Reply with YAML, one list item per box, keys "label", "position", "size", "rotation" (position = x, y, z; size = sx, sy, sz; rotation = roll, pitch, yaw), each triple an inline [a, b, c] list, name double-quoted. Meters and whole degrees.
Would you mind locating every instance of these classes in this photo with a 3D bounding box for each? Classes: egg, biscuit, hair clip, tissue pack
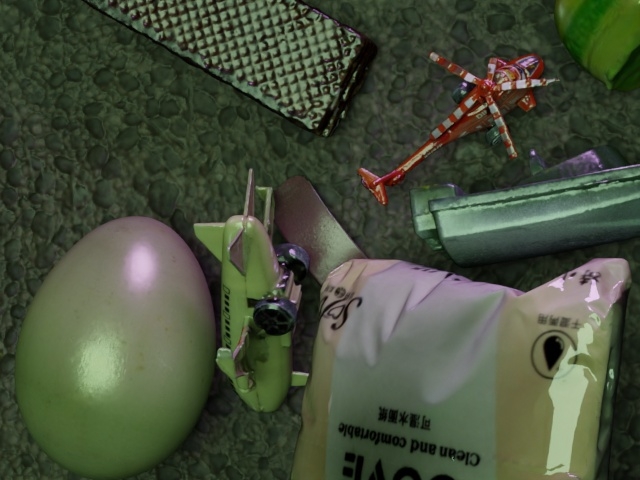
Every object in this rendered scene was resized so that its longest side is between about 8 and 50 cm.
- label: "egg"
  position: [-0.191, 0.102, 1.785]
  size: [0.188, 0.188, 0.254]
  rotation: [13, 84, 14]
- label: "biscuit"
  position: [-0.131, -0.236, 1.832]
  size: [0.388, 0.073, 0.107]
  rotation: [30, 95, 12]
- label: "hair clip"
  position: [0.000, 0.000, 1.821]
  size: [0.054, 0.022, 0.137]
  rotation: [-39, 81, 12]
- label: "tissue pack"
  position: [0.124, 0.200, 1.640]
  size: [0.375, 0.195, 0.390]
  rotation: [5, 89, 54]

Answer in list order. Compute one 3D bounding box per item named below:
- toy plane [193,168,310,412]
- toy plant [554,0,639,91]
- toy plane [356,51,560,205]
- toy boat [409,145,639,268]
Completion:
- label: "toy plane"
  position: [-0.058, 0.068, 1.755]
  size: [0.104, 0.242, 0.256]
  rotation: [-6, 130, 14]
- label: "toy plant"
  position: [0.244, -0.307, 1.694]
  size: [0.224, 0.184, 0.316]
  rotation: [-46, 68, 28]
- label: "toy plane"
  position: [0.134, -0.101, 1.755]
  size: [0.126, 0.077, 0.194]
  rotation: [33, 93, 19]
- label: "toy boat"
  position: [0.245, -0.041, 1.696]
  size: [0.319, 0.141, 0.092]
  rotation: [-10, 80, 14]
